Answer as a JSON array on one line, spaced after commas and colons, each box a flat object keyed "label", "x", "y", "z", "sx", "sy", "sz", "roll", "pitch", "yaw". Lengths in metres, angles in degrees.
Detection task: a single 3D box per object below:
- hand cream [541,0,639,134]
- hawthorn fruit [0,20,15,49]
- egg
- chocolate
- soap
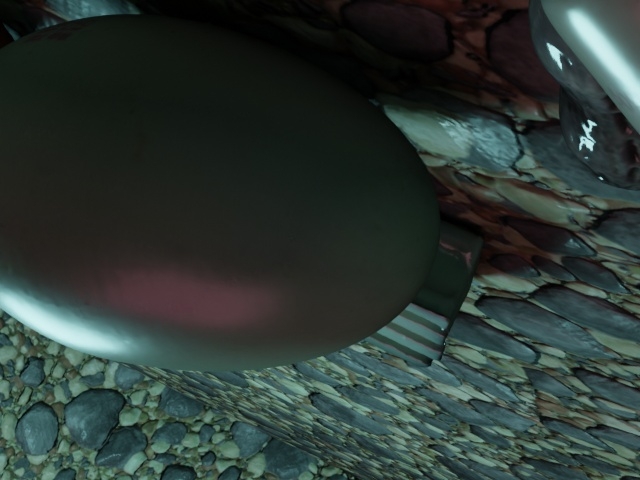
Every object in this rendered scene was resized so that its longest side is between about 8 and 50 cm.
[{"label": "hand cream", "x": 0.218, "y": 0.011, "z": 0.450, "sx": 0.358, "sy": 0.118, "sz": 0.185, "roll": 52, "pitch": -177, "yaw": -10}, {"label": "hawthorn fruit", "x": -0.305, "y": -0.143, "z": 0.984, "sx": 0.163, "sy": 0.162, "sz": 0.203, "roll": 25, "pitch": 149, "yaw": 3}, {"label": "egg", "x": -0.094, "y": -0.030, "z": 0.836, "sx": 0.371, "sy": 0.230, "sz": 0.230, "roll": 10, "pitch": 159, "yaw": 29}, {"label": "chocolate", "x": 0.140, "y": -0.078, "z": 0.592, "sx": 0.072, "sy": 0.072, "sz": 0.167, "roll": 17, "pitch": 160, "yaw": 31}, {"label": "soap", "x": 0.000, "y": 0.000, "z": 1.059, "sx": 0.261, "sy": 0.094, "sz": 0.150, "roll": 25, "pitch": 160, "yaw": 9}]
